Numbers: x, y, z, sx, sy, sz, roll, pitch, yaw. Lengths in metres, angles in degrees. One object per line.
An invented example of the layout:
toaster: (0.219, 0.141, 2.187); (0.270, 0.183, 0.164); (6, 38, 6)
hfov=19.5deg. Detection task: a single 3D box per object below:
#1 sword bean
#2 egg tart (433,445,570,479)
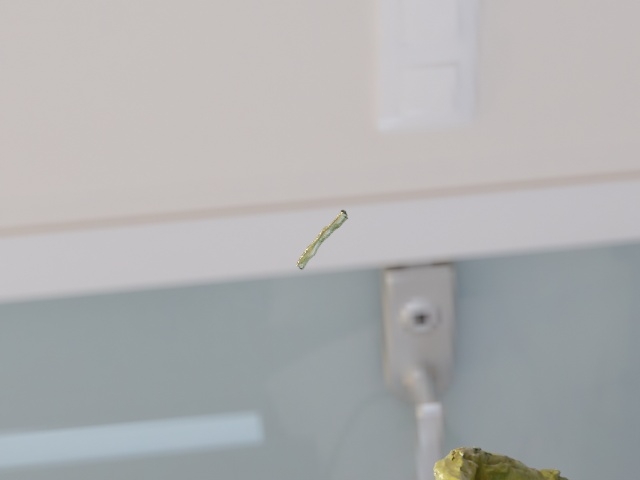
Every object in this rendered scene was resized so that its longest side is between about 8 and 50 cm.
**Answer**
sword bean: (0.000, 0.000, 1.742); (0.083, 0.012, 0.012); (-49, 36, 34)
egg tart: (0.154, 0.211, 1.251); (0.197, 0.197, 0.078); (-110, 41, -68)
